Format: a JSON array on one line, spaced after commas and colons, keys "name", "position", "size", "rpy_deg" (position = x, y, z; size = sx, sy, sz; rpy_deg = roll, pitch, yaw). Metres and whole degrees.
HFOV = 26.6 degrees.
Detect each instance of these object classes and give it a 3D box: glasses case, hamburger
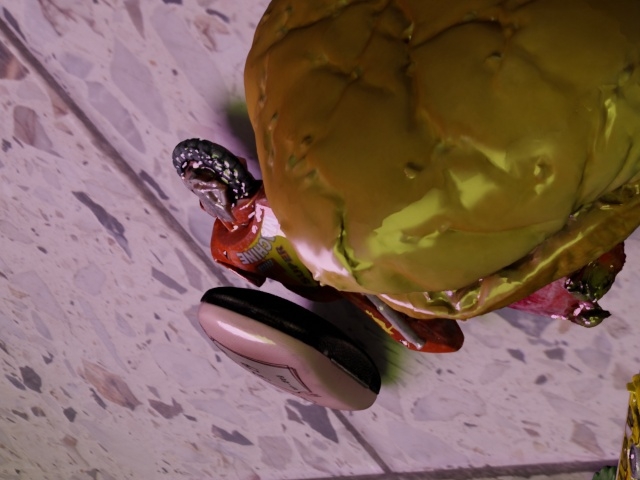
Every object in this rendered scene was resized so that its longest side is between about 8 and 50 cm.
[{"name": "glasses case", "position": [-0.023, 0.106, 1.292], "size": [0.122, 0.075, 0.314], "rpy_deg": [19, 170, 20]}, {"name": "hamburger", "position": [0.091, -0.107, 0.816], "size": [0.318, 0.319, 0.158], "rpy_deg": [3, 156, 40]}]

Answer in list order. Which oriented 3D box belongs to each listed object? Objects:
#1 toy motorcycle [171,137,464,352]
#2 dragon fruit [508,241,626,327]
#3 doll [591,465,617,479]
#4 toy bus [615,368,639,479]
[{"name": "toy motorcycle", "position": [-0.001, 0.000, 1.221], "size": [0.298, 0.089, 0.171], "rpy_deg": [25, 146, 16]}, {"name": "dragon fruit", "position": [0.136, -0.033, 1.008], "size": [0.282, 0.147, 0.211], "rpy_deg": [24, 144, 22]}, {"name": "doll", "position": [0.303, 0.259, 1.300], "size": [0.113, 0.077, 0.078], "rpy_deg": [10, 174, -10]}, {"name": "toy bus", "position": [0.299, 0.216, 1.173], "size": [0.081, 0.074, 0.226], "rpy_deg": [-1, 126, 3]}]
